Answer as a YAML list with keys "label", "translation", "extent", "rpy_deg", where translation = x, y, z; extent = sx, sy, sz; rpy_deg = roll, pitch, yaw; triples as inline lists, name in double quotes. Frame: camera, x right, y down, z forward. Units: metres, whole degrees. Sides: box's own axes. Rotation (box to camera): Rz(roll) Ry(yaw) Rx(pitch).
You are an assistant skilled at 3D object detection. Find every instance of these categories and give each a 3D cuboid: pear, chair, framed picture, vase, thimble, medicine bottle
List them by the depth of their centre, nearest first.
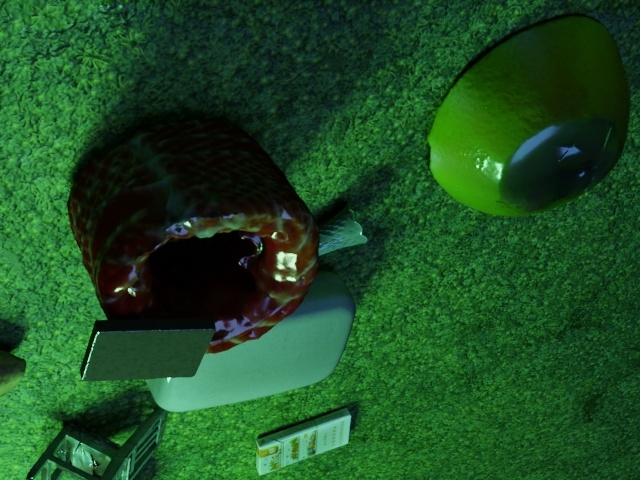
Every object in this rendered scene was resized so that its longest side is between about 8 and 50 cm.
- label: "framed picture"
  translation: [-0.246, 0.155, 1.376]
  extent: [0.169, 0.023, 0.128]
  rpy_deg: [1, 140, -25]
- label: "thimble"
  translation: [-0.182, -0.002, 1.437]
  extent: [0.350, 0.230, 0.350]
  rpy_deg: [-19, 141, -16]
- label: "pear"
  translation: [0.389, -0.176, 1.664]
  extent: [0.399, 0.165, 0.398]
  rpy_deg: [-18, 140, -16]
- label: "vase"
  translation: [0.000, 0.000, 1.682]
  extent: [0.149, 0.081, 0.081]
  rpy_deg: [-25, 141, 0]
- label: "medicine bottle"
  translation: [-0.126, 0.183, 1.758]
  extent: [0.375, 0.123, 0.282]
  rpy_deg: [-9, 138, -26]
- label: "chair"
  translation: [-0.424, 0.410, 1.829]
  extent: [0.270, 0.147, 0.136]
  rpy_deg: [-57, 168, -45]

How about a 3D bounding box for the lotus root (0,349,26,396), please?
- label: "lotus root"
  translation: [-0.596, 0.221, 1.522]
  extent: [0.259, 0.097, 0.110]
  rpy_deg: [-4, 142, -40]

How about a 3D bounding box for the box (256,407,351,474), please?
- label: "box"
  translation: [-0.039, 0.453, 2.179]
  extent: [0.221, 0.032, 0.122]
  rpy_deg: [-16, 140, -18]
